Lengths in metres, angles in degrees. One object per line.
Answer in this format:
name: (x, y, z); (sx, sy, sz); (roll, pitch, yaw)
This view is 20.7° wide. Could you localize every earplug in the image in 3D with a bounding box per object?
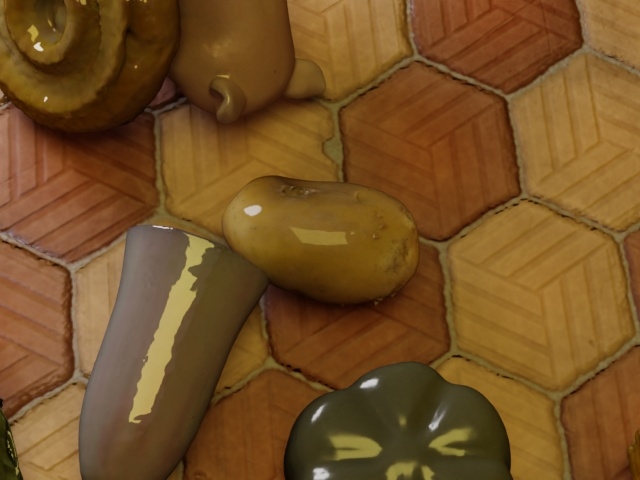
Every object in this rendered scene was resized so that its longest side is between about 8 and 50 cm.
earplug: (-0.187, 0.152, 1.951); (0.172, 0.172, 0.301); (19, 71, 3)

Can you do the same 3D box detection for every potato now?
potato: (0.000, 0.000, 2.037); (0.234, 0.150, 0.146); (7, 87, 3)

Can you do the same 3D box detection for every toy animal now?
toy animal: (-0.139, -0.276, 2.117); (0.195, 0.213, 0.256); (-26, 112, -47)

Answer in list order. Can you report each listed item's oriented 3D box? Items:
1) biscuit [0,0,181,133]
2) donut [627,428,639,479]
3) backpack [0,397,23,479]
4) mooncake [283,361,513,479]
biscuit: (-0.297, -0.271, 2.065); (0.296, 0.296, 0.102); (51, 32, 16)
donut: (0.568, 0.250, 1.968); (0.435, 0.163, 0.377); (-37, 75, -21)
backpack: (-0.434, 0.230, 1.905); (0.207, 0.140, 0.253); (-24, 77, -15)
mooncake: (0.092, 0.264, 1.935); (0.275, 0.135, 0.275); (1, 62, -3)
